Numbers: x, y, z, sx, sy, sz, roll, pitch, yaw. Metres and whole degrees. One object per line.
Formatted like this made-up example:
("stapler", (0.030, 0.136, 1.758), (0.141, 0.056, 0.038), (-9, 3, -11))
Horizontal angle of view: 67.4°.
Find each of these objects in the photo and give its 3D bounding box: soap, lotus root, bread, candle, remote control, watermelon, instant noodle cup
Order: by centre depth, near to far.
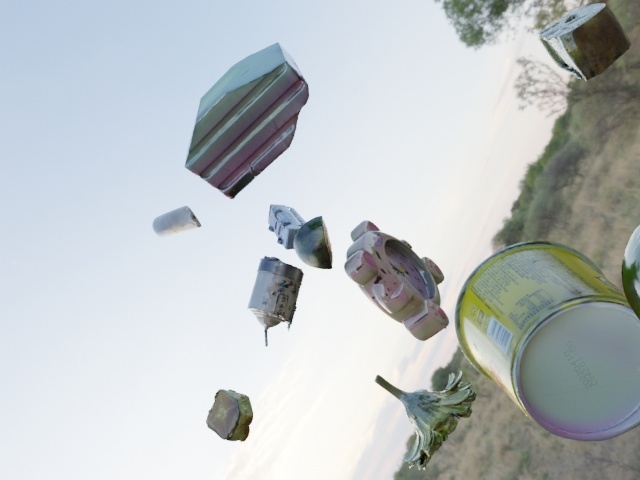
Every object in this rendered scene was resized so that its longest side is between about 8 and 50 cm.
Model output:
("instant noodle cup", (0.431, 0.180, 0.870), (0.254, 0.325, 0.326), (-74, 5, -79))
("soap", (-0.160, -0.259, 1.043), (0.323, 0.109, 0.192), (-38, -50, 21))
("lotus root", (0.582, -0.440, 1.066), (0.138, 0.119, 0.235), (-32, 16, 18))
("watermelon", (0.000, 0.000, 1.262), (0.094, 0.125, 0.136), (-8, -63, -49))
("remote control", (-0.415, -0.044, 1.349), (0.044, 0.229, 0.073), (-43, -68, -39))
("bread", (-0.256, 0.497, 1.376), (0.069, 0.140, 0.128), (24, -100, -46))
("candle", (-0.178, 0.232, 1.803), (0.187, 0.187, 0.331), (55, -133, -67))

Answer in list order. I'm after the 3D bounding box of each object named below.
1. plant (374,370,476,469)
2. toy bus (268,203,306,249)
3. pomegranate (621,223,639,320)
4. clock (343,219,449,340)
("plant", (0.311, 0.537, 1.443), (0.306, 0.296, 0.262), (-45, -48, -60))
("toy bus", (-0.137, -0.061, 2.070), (0.135, 0.330, 0.109), (3, -69, -22))
("pomegranate", (0.505, 0.056, 0.535), (0.236, 0.301, 0.236), (-48, -13, -15))
("clock", (0.206, 0.096, 1.302), (0.114, 0.309, 0.284), (-43, 15, 30))
